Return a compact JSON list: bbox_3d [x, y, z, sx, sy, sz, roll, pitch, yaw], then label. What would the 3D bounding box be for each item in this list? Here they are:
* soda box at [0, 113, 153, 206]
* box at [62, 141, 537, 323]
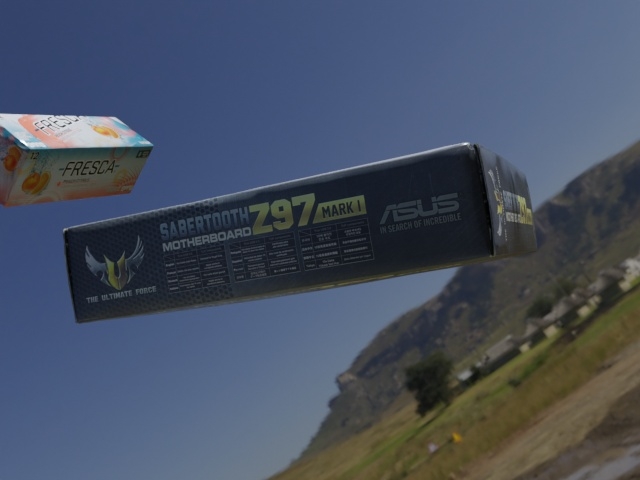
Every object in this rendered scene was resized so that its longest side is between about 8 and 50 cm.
[{"bbox_3d":[-0.240,-0.078,0.790,0.063,0.058,0.183,-59,-15,18],"label":"soda box"},{"bbox_3d":[0.000,0.000,0.496,0.233,0.059,0.183,-11,-3,20],"label":"box"}]
